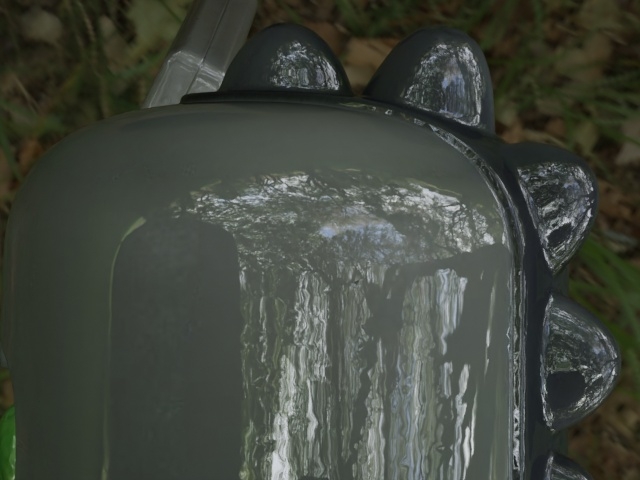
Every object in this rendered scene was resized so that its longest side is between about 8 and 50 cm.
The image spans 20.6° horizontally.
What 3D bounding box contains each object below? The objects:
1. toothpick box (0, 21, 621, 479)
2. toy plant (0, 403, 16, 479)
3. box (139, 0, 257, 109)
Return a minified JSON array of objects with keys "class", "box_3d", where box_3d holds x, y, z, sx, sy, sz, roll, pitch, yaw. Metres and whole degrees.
[{"class":"toothpick box","box_3d":[-0.005,0.080,0.638,0.229,0.229,0.316,1,92,-20]},{"class":"toy plant","box_3d":[-0.274,0.324,1.529,0.356,0.210,0.317,-47,128,-6]},{"class":"box","box_3d":[-0.102,-0.138,1.433,0.055,0.244,0.103,26,112,-6]}]
